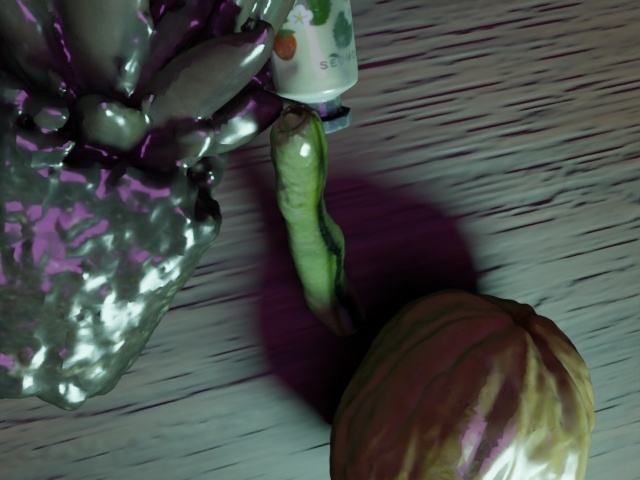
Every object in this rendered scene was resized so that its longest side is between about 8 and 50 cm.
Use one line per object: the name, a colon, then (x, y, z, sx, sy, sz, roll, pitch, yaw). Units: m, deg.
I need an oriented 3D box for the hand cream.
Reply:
hand cream: (-0.017, -0.207, 0.693, 0.095, 0.059, 0.276, -29, 120, -42)

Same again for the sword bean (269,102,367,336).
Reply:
sword bean: (0.000, 0.000, 0.705, 0.043, 0.038, 0.269, -45, 154, -17)

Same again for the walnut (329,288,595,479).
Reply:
walnut: (0.104, 0.145, 0.795, 0.213, 0.213, 0.213, -6, 111, -17)

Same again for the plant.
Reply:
plant: (-0.137, -0.063, 0.630, 0.181, 0.194, 0.321, 16, 106, -27)
